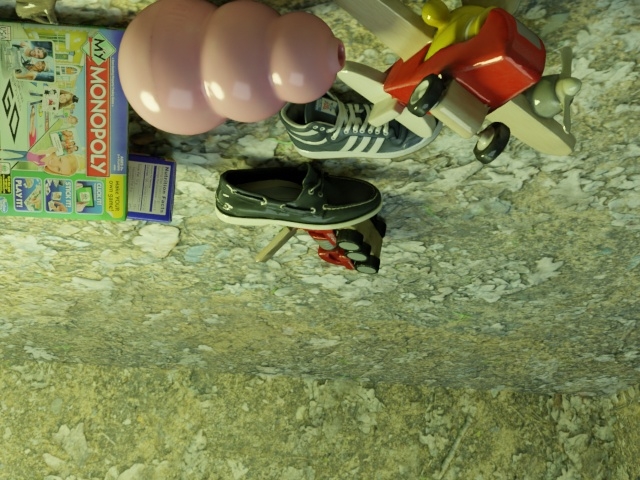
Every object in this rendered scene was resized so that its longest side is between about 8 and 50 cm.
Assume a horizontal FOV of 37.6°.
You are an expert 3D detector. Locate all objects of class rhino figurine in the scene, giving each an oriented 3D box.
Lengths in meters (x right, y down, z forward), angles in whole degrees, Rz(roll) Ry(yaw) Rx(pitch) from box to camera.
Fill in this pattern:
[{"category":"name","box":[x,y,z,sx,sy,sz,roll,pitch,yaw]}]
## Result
[{"category":"rhino figurine","box":[-0.429,-0.374,1.324,0.106,0.073,0.243,0,158,7]}]

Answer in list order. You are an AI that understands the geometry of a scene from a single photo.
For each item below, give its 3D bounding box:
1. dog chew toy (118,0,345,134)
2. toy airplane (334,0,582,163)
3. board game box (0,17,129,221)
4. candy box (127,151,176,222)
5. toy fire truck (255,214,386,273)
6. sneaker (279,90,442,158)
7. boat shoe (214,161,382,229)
[{"category":"dog chew toy","box":[-0.126,-0.262,1.382,0.332,0.206,0.206,0,157,21]},{"category":"toy airplane","box":[0.194,-0.275,1.380,0.384,0.272,0.386,31,180,27]},{"category":"board game box","box":[-0.416,-0.190,1.514,0.214,0.317,0.046,3,-159,-6]},{"category":"candy box","box":[-0.427,-0.112,1.725,0.317,0.122,0.268,7,-176,-12]},{"category":"toy fire truck","box":[0.000,0.000,2.096,0.246,0.158,0.217,4,159,21]},{"category":"sneaker","box":[0.065,-0.215,1.651,0.282,0.099,0.153,-5,157,17]},{"category":"boat shoe","box":[-0.043,-0.104,1.881,0.340,0.127,0.113,2,133,1]}]
